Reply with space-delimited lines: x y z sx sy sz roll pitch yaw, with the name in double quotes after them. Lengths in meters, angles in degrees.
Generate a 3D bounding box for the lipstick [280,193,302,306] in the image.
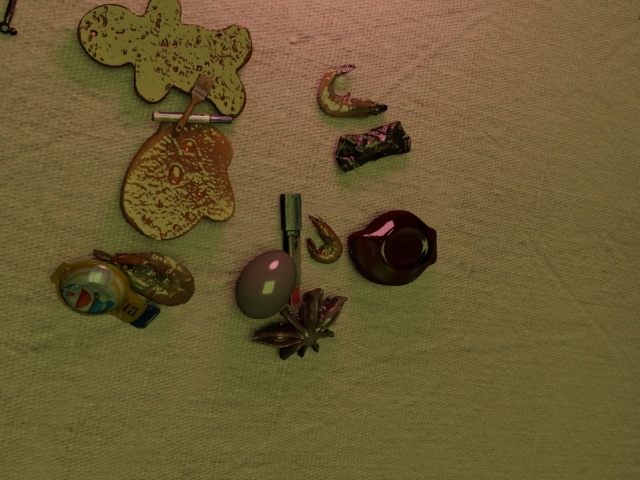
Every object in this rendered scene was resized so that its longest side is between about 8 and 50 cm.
-0.078 0.026 1.717 0.051 0.051 0.312 -4 95 -23 "lipstick"

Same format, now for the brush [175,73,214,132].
-0.322 -0.343 1.554 0.043 0.014 0.169 31 77 -20 "brush"

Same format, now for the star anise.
-0.044 0.226 1.702 0.257 0.110 0.198 -45 132 1 "star anise"

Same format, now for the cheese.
-0.526 0.134 1.516 0.270 0.069 0.177 35 111 -31 "cheese"

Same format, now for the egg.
-0.143 0.116 1.639 0.146 0.146 0.198 40 80 -18 "egg"

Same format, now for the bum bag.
0.155 -0.276 1.787 0.248 0.069 0.102 -19 97 -22 "bum bag"

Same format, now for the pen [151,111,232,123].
-0.325 -0.312 1.570 0.204 0.025 0.025 -2 92 -23 "pen"

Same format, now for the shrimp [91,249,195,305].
-0.443 0.079 1.547 0.267 0.061 0.145 26 122 -7 "shrimp"

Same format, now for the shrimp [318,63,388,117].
0.096 -0.426 1.774 0.219 0.046 0.152 3 94 -21 "shrimp"

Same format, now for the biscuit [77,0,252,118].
-0.388 -0.480 1.568 0.432 0.064 0.282 8 94 -21 "biscuit"

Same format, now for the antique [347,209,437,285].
0.219 0.022 1.790 0.278 0.129 0.223 3 88 -24 "antique"

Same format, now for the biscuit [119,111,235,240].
-0.347 -0.148 1.592 0.287 0.057 0.343 30 76 -17 "biscuit"

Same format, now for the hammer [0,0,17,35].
-0.729 -0.575 1.454 0.065 0.021 0.178 16 85 -20 "hammer"

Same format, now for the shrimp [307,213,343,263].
-0.002 -0.002 1.757 0.095 0.045 0.162 -36 110 4 "shrimp"
